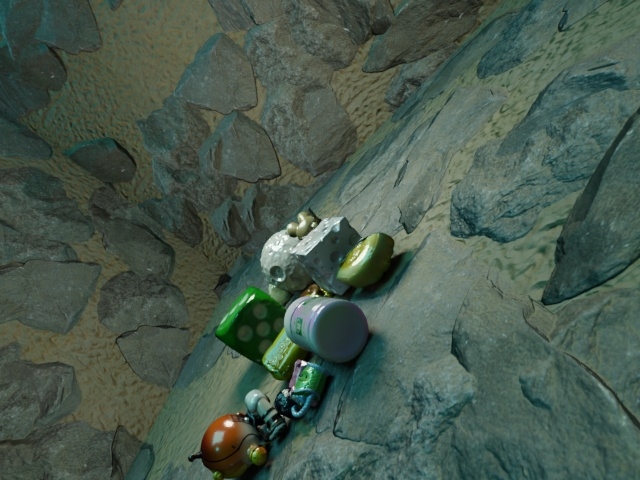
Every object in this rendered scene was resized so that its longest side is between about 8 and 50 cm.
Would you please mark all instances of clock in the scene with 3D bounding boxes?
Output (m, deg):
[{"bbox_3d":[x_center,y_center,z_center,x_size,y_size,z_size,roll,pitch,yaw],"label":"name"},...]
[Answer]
[{"bbox_3d":[-0.069,0.521,1.460,0.196,0.100,0.194,-58,18,-22],"label":"clock"}]

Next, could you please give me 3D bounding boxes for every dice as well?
[{"bbox_3d":[-0.323,0.422,2.080,0.300,0.287,0.297,-55,16,-17],"label":"dice"}]

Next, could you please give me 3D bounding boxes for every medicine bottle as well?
[{"bbox_3d":[0.011,0.308,1.518,0.212,0.212,0.325,-55,14,-16],"label":"medicine bottle"}]

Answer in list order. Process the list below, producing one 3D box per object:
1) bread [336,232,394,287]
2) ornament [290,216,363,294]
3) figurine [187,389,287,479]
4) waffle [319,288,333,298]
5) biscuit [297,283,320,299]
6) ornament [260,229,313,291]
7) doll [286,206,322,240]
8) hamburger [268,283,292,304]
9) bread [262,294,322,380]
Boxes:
[{"bbox_3d":[0.186,0.104,1.635,0.260,0.158,0.156,-40,28,34],"label":"bread"},{"bbox_3d":[0.054,0.063,1.849,0.240,0.239,0.239,-45,15,-14],"label":"ornament"},{"bbox_3d":[-0.293,0.699,1.503,0.323,0.196,0.320,-45,19,-17],"label":"figurine"},{"bbox_3d":[-0.024,0.306,1.945,0.231,0.051,0.229,-39,16,36],"label":"waffle"},{"bbox_3d":[-0.077,0.290,1.963,0.212,0.036,0.212,-48,13,14],"label":"biscuit"},{"bbox_3d":[-0.156,0.109,2.225,0.337,0.337,0.337,-46,15,17],"label":"ornament"},{"bbox_3d":[0.000,0.000,2.054,0.235,0.330,0.174,-51,17,-29],"label":"doll"},{"bbox_3d":[-0.230,0.296,2.407,0.062,0.133,0.140,-144,48,-72],"label":"hamburger"},{"bbox_3d":[-0.085,0.401,1.747,0.166,0.112,0.384,17,67,46],"label":"bread"}]
